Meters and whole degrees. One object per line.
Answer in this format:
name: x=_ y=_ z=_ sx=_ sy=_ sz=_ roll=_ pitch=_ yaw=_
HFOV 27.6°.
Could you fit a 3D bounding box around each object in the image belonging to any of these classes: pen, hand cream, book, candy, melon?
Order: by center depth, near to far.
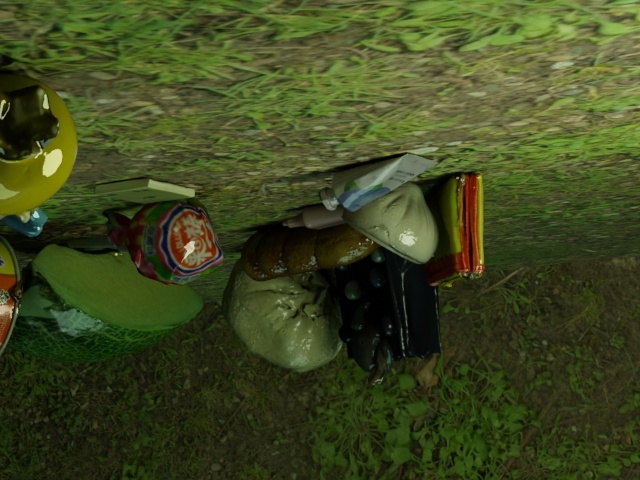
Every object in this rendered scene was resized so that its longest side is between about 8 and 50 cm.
hand cream: x=0.065 y=-0.072 z=1.579 sx=0.142 sy=0.053 sz=0.084 roll=-20 pitch=167 yaw=27
book: x=-0.214 y=-0.061 z=1.593 sx=0.077 sy=0.014 sz=0.111 roll=-6 pitch=173 yaw=23
candy: x=-0.261 y=0.002 z=1.782 sx=0.124 sy=0.124 sz=0.365 roll=-1 pitch=180 yaw=-34
pen: x=0.028 y=-0.040 z=1.895 sx=0.197 sy=0.032 sz=0.053 roll=-11 pitch=172 yaw=28
melon: x=-0.382 y=0.092 z=2.013 sx=0.331 sy=0.226 sz=0.343 roll=11 pitch=-163 yaw=16

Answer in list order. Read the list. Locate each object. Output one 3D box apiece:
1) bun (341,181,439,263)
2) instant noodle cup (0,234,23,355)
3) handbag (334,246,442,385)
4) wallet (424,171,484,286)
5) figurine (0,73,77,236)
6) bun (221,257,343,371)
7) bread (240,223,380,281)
bun: x=0.104 y=-0.034 z=1.744 sx=0.138 sy=0.094 sz=0.138 roll=30 pitch=-179 yaw=-1
instant noodle cup: x=-0.545 y=0.075 z=1.810 sx=0.213 sy=0.213 sz=0.174 roll=-10 pitch=163 yaw=41
handbag: x=0.104 y=0.109 z=2.220 sx=0.118 sy=0.269 sz=0.326 roll=-4 pitch=175 yaw=-14
wallet: x=0.178 y=-0.008 z=1.805 sx=0.067 sy=0.141 sz=0.241 roll=1 pitch=173 yaw=-4
figurine: x=-0.288 y=-0.070 z=1.036 sx=0.185 sy=0.127 sz=0.234 roll=4 pitch=-178 yaw=-12
bun: x=-0.049 y=0.107 z=2.403 sx=0.259 sy=0.259 sz=0.152 roll=0 pitch=137 yaw=-36
bread: x=0.001 y=0.002 z=2.034 sx=0.124 sy=0.084 sz=0.344 roll=-29 pitch=-169 yaw=-40
